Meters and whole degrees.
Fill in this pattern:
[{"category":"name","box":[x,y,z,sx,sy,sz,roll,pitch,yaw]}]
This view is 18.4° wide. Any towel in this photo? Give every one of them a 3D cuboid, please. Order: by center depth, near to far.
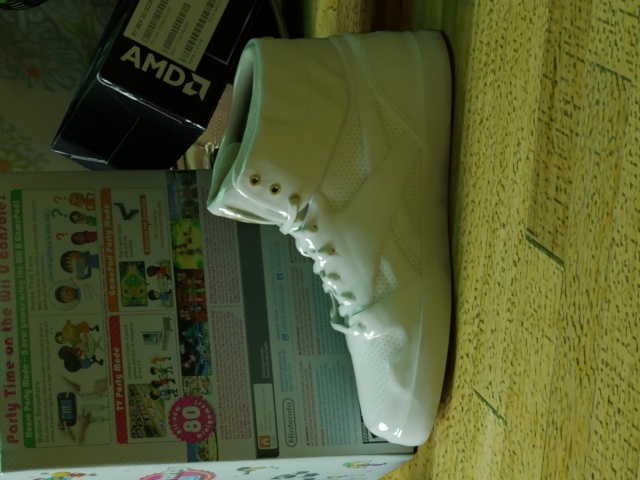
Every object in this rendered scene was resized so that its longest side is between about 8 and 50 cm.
[{"category":"towel","box":[-0.219,-0.122,1.851,0.090,0.320,0.374,109,156,-44]}]

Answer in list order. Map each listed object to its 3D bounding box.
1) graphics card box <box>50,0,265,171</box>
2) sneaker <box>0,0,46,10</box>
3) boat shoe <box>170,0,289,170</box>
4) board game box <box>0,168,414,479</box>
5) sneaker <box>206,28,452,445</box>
[{"category":"graphics card box","box":[-0.076,-0.232,1.501,0.371,0.094,0.233,-68,11,-15]},{"category":"sneaker","box":[-0.206,-0.378,1.942,0.202,0.185,0.483,77,-153,-44]},{"category":"boat shoe","box":[-0.073,-0.117,1.710,0.104,0.111,0.307,-22,79,58]},{"category":"board game box","box":[-0.096,0.066,1.461,0.097,0.303,0.224,132,135,-67]},{"category":"sneaker","box":[0.000,0.000,1.375,0.108,0.169,0.292,-174,82,-72]}]
